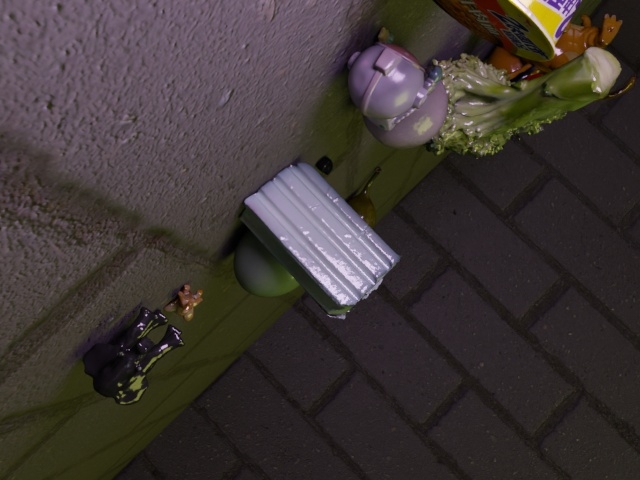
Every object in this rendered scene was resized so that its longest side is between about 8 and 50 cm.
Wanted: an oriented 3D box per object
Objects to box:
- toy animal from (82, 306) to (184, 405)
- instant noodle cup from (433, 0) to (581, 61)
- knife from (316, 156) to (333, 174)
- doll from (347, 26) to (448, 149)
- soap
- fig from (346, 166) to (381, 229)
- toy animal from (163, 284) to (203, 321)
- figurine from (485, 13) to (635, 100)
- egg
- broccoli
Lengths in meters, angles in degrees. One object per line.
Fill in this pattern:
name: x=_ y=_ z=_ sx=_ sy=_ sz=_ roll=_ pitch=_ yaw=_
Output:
toy animal: x=-0.308 y=0.198 z=0.942 sx=0.146 sy=0.114 sz=0.245 roll=-43 pitch=172 yaw=-13
instant noodle cup: x=0.231 y=-0.338 z=0.632 sx=0.174 sy=0.213 sz=0.213 roll=-55 pitch=170 yaw=13
knife: x=0.012 y=-0.149 z=1.135 sx=0.031 sy=0.018 sz=0.121 roll=-52 pitch=173 yaw=1
doll: x=0.114 y=-0.221 z=0.841 sx=0.151 sy=0.151 sz=0.287 roll=-46 pitch=169 yaw=14
soap: x=0.000 y=0.000 z=0.961 sx=0.150 sy=0.261 sz=0.094 roll=-41 pitch=175 yaw=-24
fig: x=0.131 y=-0.123 z=1.715 sx=0.124 sy=0.124 sz=0.236 roll=-27 pitch=138 yaw=-66
toy animal: x=-0.260 y=0.127 z=1.052 sx=0.083 sy=0.061 sz=0.081 roll=-50 pitch=-150 yaw=32
figurine: x=0.561 y=-0.474 z=1.477 sx=0.401 sy=0.267 sz=0.387 roll=-9 pitch=-177 yaw=-11
egg: x=-0.088 y=0.030 z=1.070 sx=0.192 sy=0.149 sz=0.149 roll=-42 pitch=174 yaw=26
broccoli: x=0.365 y=-0.287 z=1.143 sx=0.353 sy=0.274 sz=0.397 roll=-27 pitch=-168 yaw=5
